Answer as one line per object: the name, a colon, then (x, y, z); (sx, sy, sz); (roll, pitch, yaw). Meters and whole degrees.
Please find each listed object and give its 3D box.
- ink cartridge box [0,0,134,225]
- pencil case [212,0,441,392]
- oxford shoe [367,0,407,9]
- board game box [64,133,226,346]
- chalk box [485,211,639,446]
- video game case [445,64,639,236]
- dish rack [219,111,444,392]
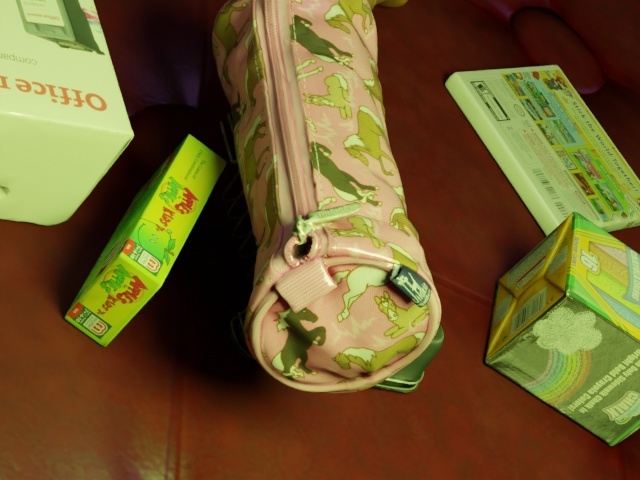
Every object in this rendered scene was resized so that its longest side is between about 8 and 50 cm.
ink cartridge box: (-0.307, -0.181, 1.468); (0.226, 0.131, 0.306); (7, 49, -38)
pencil case: (-0.004, -0.060, 1.486); (0.160, 0.167, 0.386); (13, 42, -21)
oxford shoe: (0.026, -0.262, 1.928); (0.212, 0.076, 0.076); (-5, 88, -48)
board game box: (-0.144, -0.002, 1.477); (0.043, 0.092, 0.181); (37, 37, -11)
chalk box: (0.289, 0.099, 1.752); (0.213, 0.132, 0.132); (33, 38, -16)
video game case: (0.267, -0.104, 2.017); (0.206, 0.026, 0.227); (-10, 61, -47)
dish rack: (0.000, 0.000, 1.632); (0.208, 0.074, 0.271); (14, 44, -35)
